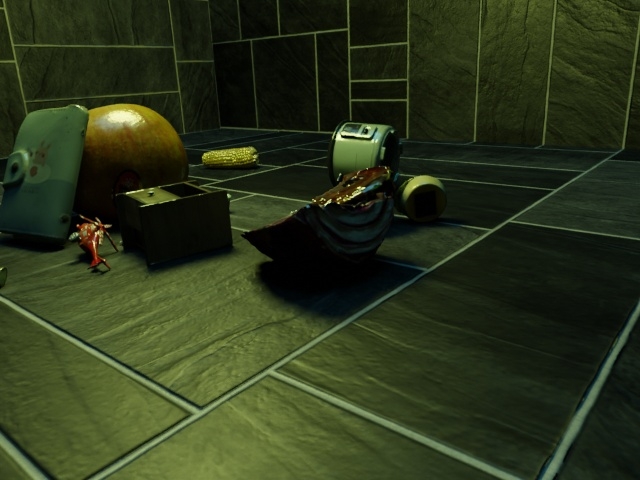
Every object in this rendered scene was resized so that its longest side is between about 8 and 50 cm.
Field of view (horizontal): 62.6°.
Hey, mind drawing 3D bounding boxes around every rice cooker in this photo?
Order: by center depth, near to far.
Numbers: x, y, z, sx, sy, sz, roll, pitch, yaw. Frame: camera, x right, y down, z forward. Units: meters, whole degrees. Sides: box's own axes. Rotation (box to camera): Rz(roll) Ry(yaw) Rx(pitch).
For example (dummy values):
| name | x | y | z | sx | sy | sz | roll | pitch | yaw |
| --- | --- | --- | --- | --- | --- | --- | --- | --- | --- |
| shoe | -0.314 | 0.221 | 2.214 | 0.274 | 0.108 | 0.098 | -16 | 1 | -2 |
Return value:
| name | x | y | z | sx | sy | sz | roll | pitch | yaw |
| --- | --- | --- | --- | --- | --- | --- | --- | --- | --- |
| rice cooker | 0.136 | -0.278 | 1.754 | 0.227 | 0.241 | 0.281 | 10 | 58 | 25 |

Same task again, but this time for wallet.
| name | x | y | z | sx | sy | sz | roll | pitch | yaw |
| --- | --- | --- | --- | --- | --- | --- | --- | --- | --- |
| wallet | -0.726 | -0.175 | 1.371 | 0.252 | 0.360 | 0.083 | 4 | -9 | 25 |

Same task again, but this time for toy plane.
| name | x | y | z | sx | sy | sz | roll | pitch | yaw |
| --- | --- | --- | --- | --- | --- | --- | --- | --- | --- |
| toy plane | -0.520 | 0.015 | 1.215 | 0.077 | 0.126 | 0.194 | -36 | 61 | -3 |

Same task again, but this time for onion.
| name | x | y | z | sx | sy | sz | roll | pitch | yaw |
| --- | --- | --- | --- | --- | --- | --- | --- | --- | --- |
| onion | 0.000 | 0.000 | 1.097 | 0.314 | 0.146 | 0.280 | -18 | -1 | -40 |

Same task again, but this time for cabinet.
| name | x | y | z | sx | sy | sz | roll | pitch | yaw |
| --- | --- | --- | --- | --- | --- | --- | --- | --- | --- |
| cabinet | -0.352 | -0.053 | 1.262 | 0.215 | 0.148 | 0.174 | -16 | 22 | -33 |

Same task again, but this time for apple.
| name | x | y | z | sx | sy | sz | roll | pitch | yaw |
| --- | --- | --- | --- | --- | --- | --- | --- | --- | --- |
| apple | -0.590 | -0.238 | 1.569 | 0.400 | 0.334 | 0.400 | 1 | 17 | 0 |

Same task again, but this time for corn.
| name | x | y | z | sx | sy | sz | roll | pitch | yaw |
| --- | --- | --- | --- | --- | --- | --- | --- | --- | --- |
| corn | -0.399 | -0.363 | 2.334 | 0.260 | 0.091 | 0.091 | 0 | 33 | 17 |

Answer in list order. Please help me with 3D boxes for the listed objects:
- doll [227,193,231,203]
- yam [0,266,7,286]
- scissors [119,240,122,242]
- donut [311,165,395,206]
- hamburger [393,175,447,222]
| name | x | y | z | sx | sy | sz | roll | pitch | yaw |
| --- | --- | --- | --- | --- | --- | --- | --- | --- | --- |
| doll | -0.312 | -0.110 | 1.596 | 0.076 | 0.050 | 0.083 | -32 | 31 | -23 |
| yam | -0.686 | 0.080 | 1.062 | 0.094 | 0.043 | 0.043 | -9 | 19 | -24 |
| scissors | -0.479 | -0.011 | 1.367 | 0.039 | 0.012 | 0.113 | 6 | 20 | 24 |
| donut | 0.102 | -0.115 | 1.397 | 0.216 | 0.096 | 0.230 | -8 | 25 | 39 |
| hamburger | 0.266 | -0.111 | 1.402 | 0.141 | 0.127 | 0.081 | -25 | 27 | 9 |
